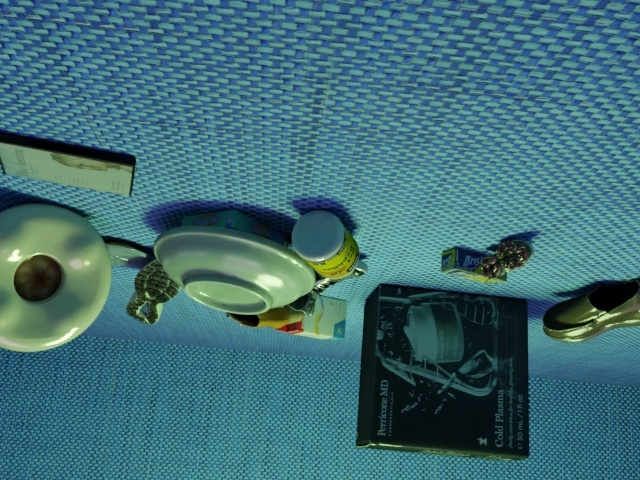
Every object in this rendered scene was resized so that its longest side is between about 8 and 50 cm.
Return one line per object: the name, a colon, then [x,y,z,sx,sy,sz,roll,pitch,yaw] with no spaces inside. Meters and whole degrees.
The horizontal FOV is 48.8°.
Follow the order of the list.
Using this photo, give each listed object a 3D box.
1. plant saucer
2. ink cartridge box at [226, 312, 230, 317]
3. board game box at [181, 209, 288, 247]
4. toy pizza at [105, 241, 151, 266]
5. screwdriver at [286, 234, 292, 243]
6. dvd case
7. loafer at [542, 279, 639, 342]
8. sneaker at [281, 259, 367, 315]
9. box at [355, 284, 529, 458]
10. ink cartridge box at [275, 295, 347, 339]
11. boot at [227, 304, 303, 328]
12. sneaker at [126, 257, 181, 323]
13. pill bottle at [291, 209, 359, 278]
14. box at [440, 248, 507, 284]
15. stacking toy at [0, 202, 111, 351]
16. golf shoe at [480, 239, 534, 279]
plant saucer: [-0.216,0.096,1.704,0.401,0.100,0.400,10,155,5]
ink cartridge box: [-0.193,0.243,2.494,0.330,0.071,0.324,13,162,-29]
board game box: [-0.201,-0.012,1.676,0.160,0.047,0.210,-5,161,32]
toy pizza: [-0.572,0.032,1.962,0.202,0.032,0.201,3,163,1]
screwdriver: [0.000,0.000,1.719,0.170,0.024,0.025,2,135,-11]
dvd case: [-0.490,-0.144,1.368,0.253,0.022,0.180,10,163,-15]
loafer: [0.758,0.175,1.934,0.130,0.133,0.366,40,138,-23]
sneaker: [-0.001,0.124,1.886,0.269,0.153,0.101,-4,161,28]
box: [0.372,0.418,2.194,0.472,0.479,0.297,6,162,-3]
ink cartridge box: [-0.030,0.251,2.353,0.231,0.134,0.078,14,162,-29]
boot: [-0.209,0.166,2.005,0.295,0.104,0.211,24,-168,37]
sneaker: [-0.474,0.111,2.063,0.130,0.147,0.330,28,139,-15]
pill bottle: [0.019,0.017,1.590,0.117,0.117,0.215,0,163,17]
box: [0.383,0.066,1.756,0.169,0.054,0.059,13,162,-27]
stacking toy: [-0.778,0.061,1.789,0.351,0.350,0.480,19,176,-39]
golf shoe: [0.447,0.034,1.638,0.086,0.067,0.186,-18,170,-19]
